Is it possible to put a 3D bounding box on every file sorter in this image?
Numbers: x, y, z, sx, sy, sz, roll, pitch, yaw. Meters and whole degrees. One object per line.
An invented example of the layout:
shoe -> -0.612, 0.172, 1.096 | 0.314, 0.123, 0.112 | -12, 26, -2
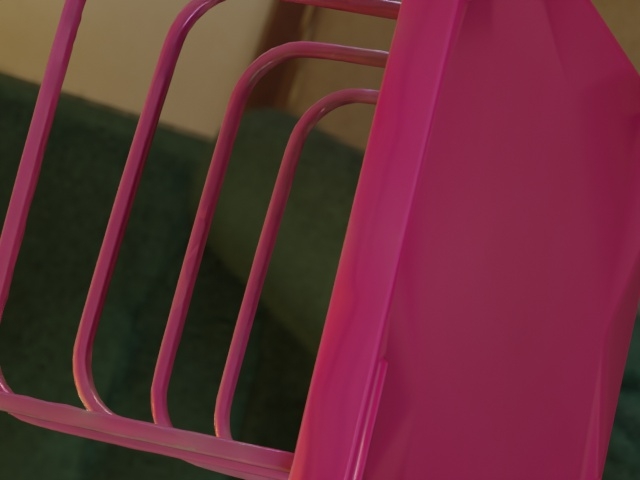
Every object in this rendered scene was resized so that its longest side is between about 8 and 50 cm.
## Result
file sorter -> 0.000, 0.000, 0.723 | 0.182, 0.290, 0.202 | 10, 80, 23
